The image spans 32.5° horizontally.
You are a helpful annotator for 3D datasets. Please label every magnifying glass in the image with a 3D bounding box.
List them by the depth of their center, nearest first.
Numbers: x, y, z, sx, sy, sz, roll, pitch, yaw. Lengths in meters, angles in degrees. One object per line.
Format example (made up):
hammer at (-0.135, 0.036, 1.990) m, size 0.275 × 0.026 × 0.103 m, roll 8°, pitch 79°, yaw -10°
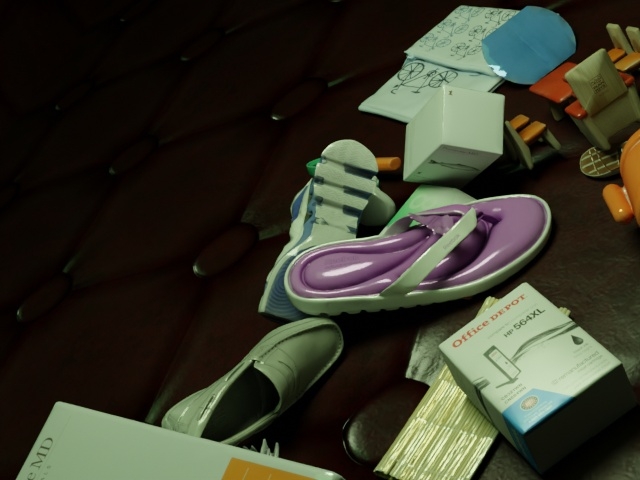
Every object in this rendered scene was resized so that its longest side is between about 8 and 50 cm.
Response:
magnifying glass at (0.061, -0.141, 2.030) m, size 0.092 × 0.026 × 0.231 m, roll -23°, pitch 18°, yaw -35°

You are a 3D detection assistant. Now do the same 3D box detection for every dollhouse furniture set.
dollhouse furniture set at (0.399, -0.239, 1.712) m, size 0.262 × 0.135 × 0.259 m, roll -35°, pitch 18°, yaw 1°

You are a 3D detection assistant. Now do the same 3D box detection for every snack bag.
snack bag at (0.258, -0.341, 2.148) m, size 0.342 × 0.037 × 0.323 m, roll -42°, pitch 31°, yaw -12°

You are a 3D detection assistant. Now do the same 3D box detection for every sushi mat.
sushi mat at (0.201, 0.200, 1.450) m, size 0.151 × 0.019 × 0.316 m, roll 5°, pitch 48°, yaw 47°

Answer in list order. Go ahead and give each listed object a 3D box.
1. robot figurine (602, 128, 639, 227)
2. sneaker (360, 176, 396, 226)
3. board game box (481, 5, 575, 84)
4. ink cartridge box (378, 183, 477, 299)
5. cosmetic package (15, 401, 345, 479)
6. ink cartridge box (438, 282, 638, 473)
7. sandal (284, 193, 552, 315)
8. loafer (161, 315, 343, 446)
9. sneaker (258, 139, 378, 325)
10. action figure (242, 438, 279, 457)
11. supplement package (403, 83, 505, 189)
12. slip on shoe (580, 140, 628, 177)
robot figurine at (0.474, -0.079, 1.468) m, size 0.219 × 0.128 × 0.158 m, roll -88°, pitch 23°, yaw -54°
sneaker at (0.076, -0.086, 1.940) m, size 0.094 × 0.080 × 0.212 m, roll -23°, pitch 27°, yaw -30°
board game box at (0.380, -0.348, 2.007) m, size 0.168 × 0.033 × 0.133 m, roll -38°, pitch 67°, yaw -10°
ink cartridge box at (0.191, -0.002, 1.716) m, size 0.181 × 0.056 × 0.224 m, roll -49°, pitch 31°, yaw -22°
cosmetic package at (-0.172, 0.363, 1.329) m, size 0.453 × 0.161 × 0.230 m, roll 6°, pitch 60°, yaw 34°
ink cartridge box at (0.261, 0.163, 1.350) m, size 0.148 × 0.086 × 0.203 m, roll -35°, pitch 36°, yaw -6°
sandal at (0.140, 0.014, 1.629) m, size 0.416 × 0.102 × 0.169 m, roll -18°, pitch 46°, yaw 6°
loafer at (-0.078, 0.212, 1.577) m, size 0.319 × 0.112 × 0.111 m, roll -36°, pitch 17°, yaw -30°
sneaker at (0.000, -0.001, 1.828) m, size 0.182 × 0.127 × 0.316 m, roll 140°, pitch 151°, yaw -80°
action figure at (-0.150, 0.362, 1.501) m, size 0.285 × 0.099 × 0.185 m, roll -12°, pitch 30°, yaw 28°
supplement package at (0.211, -0.162, 1.765) m, size 0.179 × 0.105 × 0.105 m, roll 132°, pitch 145°, yaw -68°
slip on shoe at (0.451, -0.124, 1.645) m, size 0.135 × 0.041 × 0.051 m, roll -22°, pitch 65°, yaw 50°
